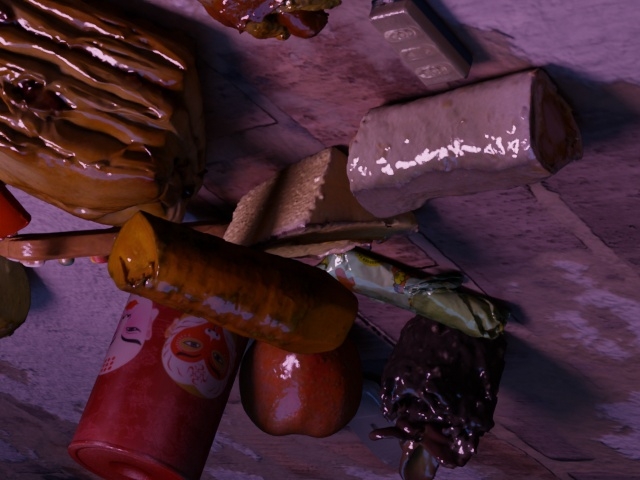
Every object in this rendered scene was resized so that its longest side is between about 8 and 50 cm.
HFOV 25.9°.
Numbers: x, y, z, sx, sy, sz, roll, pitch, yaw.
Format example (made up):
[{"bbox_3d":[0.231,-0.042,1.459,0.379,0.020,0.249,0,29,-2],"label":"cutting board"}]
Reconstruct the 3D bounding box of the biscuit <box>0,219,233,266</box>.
[{"bbox_3d":[-0.265,0.005,1.909,0.340,0.047,0.216,-5,-175,-20],"label":"biscuit"}]

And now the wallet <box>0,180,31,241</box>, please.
[{"bbox_3d":[-0.472,-0.055,1.759,0.142,0.045,0.204,-21,148,4],"label":"wallet"}]

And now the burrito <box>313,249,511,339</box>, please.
[{"bbox_3d":[0.133,0.066,1.943,0.288,0.054,0.104,21,152,-2],"label":"burrito"}]

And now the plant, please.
[{"bbox_3d":[0.169,0.229,2.043,0.178,0.234,0.204,26,159,-3],"label":"plant"}]

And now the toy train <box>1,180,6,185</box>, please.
[{"bbox_3d":[-0.489,-0.105,1.890,0.112,0.163,0.203,10,152,21],"label":"toy train"}]

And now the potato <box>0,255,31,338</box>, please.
[{"bbox_3d":[-0.575,0.085,2.344,0.176,0.141,0.298,12,155,-7],"label":"potato"}]

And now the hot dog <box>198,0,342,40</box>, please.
[{"bbox_3d":[-0.079,-0.270,1.365,0.213,0.103,0.146,31,152,-21],"label":"hot dog"}]

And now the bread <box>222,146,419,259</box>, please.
[{"bbox_3d":[0.000,0.000,1.798,0.178,0.135,0.240,34,149,-24],"label":"bread"}]

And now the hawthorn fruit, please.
[{"bbox_3d":[-0.025,0.197,2.174,0.199,0.199,0.251,16,138,6],"label":"hawthorn fruit"}]

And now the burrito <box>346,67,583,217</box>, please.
[{"bbox_3d":[0.144,-0.099,1.554,0.299,0.105,0.143,-12,145,44],"label":"burrito"}]

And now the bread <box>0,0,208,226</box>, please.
[{"bbox_3d":[-0.296,-0.132,1.683,0.314,0.191,0.370,18,155,-1],"label":"bread"}]

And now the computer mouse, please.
[{"bbox_3d":[0.113,0.307,2.404,0.128,0.079,0.231,-14,124,43],"label":"computer mouse"}]

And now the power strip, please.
[{"bbox_3d":[0.103,-0.209,1.443,0.056,0.032,0.123,-7,143,40],"label":"power strip"}]

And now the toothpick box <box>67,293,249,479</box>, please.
[{"bbox_3d":[-0.231,0.201,2.122,0.204,0.333,0.204,15,153,8],"label":"toothpick box"}]

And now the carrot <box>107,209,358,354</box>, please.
[{"bbox_3d":[-0.104,0.055,1.702,0.302,0.114,0.114,19,155,-18],"label":"carrot"}]
